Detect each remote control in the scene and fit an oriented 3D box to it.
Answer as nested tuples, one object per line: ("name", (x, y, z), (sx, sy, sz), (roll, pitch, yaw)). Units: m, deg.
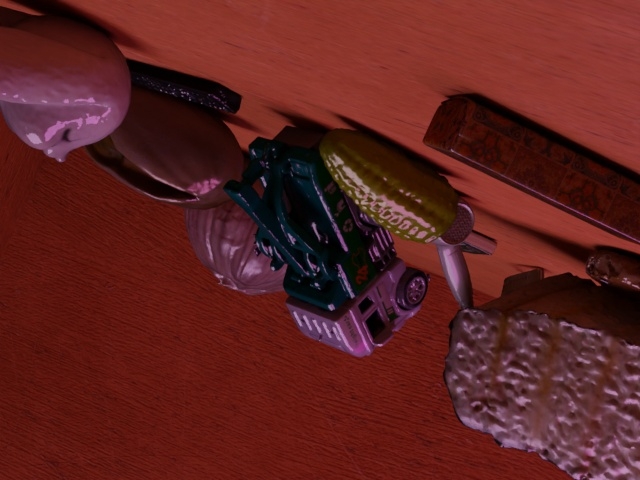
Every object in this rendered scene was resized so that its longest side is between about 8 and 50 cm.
("remote control", (-0.202, -0.213, 1.594), (0.245, 0.025, 0.063), (21, 176, 43))

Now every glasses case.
("glasses case", (0.201, -0.058, 1.013), (0.218, 0.049, 0.075), (24, -176, -17))

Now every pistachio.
("pistachio", (-0.240, -0.156, 1.819), (0.288, 0.197, 0.166), (34, 134, 2))

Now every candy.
("candy", (0.077, -0.072, 1.410), (0.209, 0.096, 0.097), (32, 172, -36))

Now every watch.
("watch", (0.434, 0.110, 2.225), (0.165, 0.102, 0.268), (16, 169, -8))

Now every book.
("book", (0.156, -0.040, 2.029), (0.264, 0.027, 0.202), (24, 176, -11))

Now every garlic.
("garlic", (-0.128, -0.023, 2.312), (0.318, 0.259, 0.317), (19, 174, 2))

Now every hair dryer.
("hair dryer", (0.168, 0.019, 1.678), (0.206, 0.075, 0.237), (27, 148, 60))

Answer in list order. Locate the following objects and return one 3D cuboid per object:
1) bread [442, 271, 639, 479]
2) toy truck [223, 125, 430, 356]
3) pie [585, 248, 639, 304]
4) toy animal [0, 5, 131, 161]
("bread", (0.403, 0.185, 1.676), (0.395, 0.239, 0.264), (21, -152, 27))
("toy truck", (0.005, -0.004, 1.590), (0.177, 0.178, 0.363), (19, 148, 43))
("pie", (0.435, 0.062, 1.517), (0.195, 0.046, 0.195), (23, 176, 2))
("toy animal", (-0.363, -0.209, 1.440), (0.265, 0.205, 0.271), (15, -166, -10))
